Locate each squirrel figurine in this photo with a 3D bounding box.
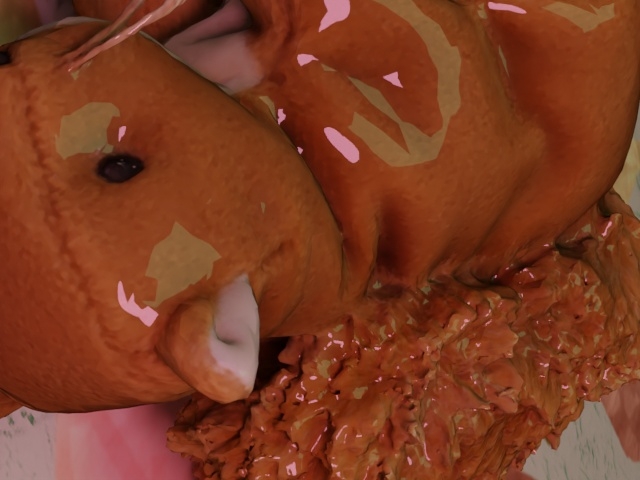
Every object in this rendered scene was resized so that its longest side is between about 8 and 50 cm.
[{"bbox_3d":[0.000,0.000,0.920,0.370,0.281,0.397,-46,121,-47],"label":"squirrel figurine"}]
